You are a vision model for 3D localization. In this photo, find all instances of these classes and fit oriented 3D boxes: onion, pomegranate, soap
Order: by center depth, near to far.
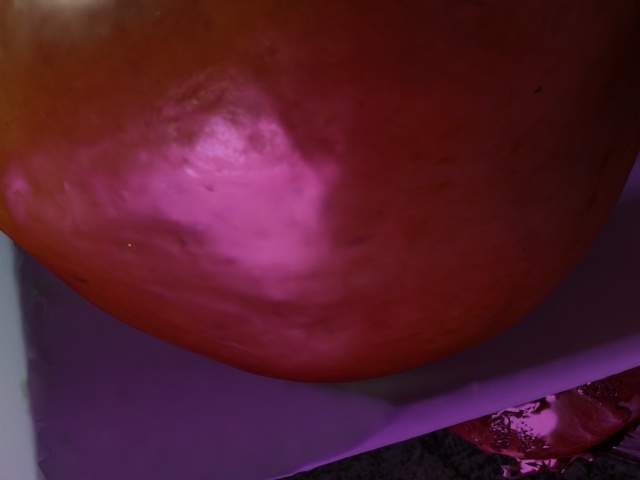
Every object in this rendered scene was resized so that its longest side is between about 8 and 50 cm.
[{"bbox_3d":[-0.005,-0.063,0.488,0.209,0.209,0.209,19,172,3],"label":"pomegranate"},{"bbox_3d":[0.000,0.000,0.718,0.347,0.115,0.208,-12,-166,-40],"label":"soap"},{"bbox_3d":[0.101,0.032,0.967,0.184,0.184,0.147,13,-173,40],"label":"onion"}]
